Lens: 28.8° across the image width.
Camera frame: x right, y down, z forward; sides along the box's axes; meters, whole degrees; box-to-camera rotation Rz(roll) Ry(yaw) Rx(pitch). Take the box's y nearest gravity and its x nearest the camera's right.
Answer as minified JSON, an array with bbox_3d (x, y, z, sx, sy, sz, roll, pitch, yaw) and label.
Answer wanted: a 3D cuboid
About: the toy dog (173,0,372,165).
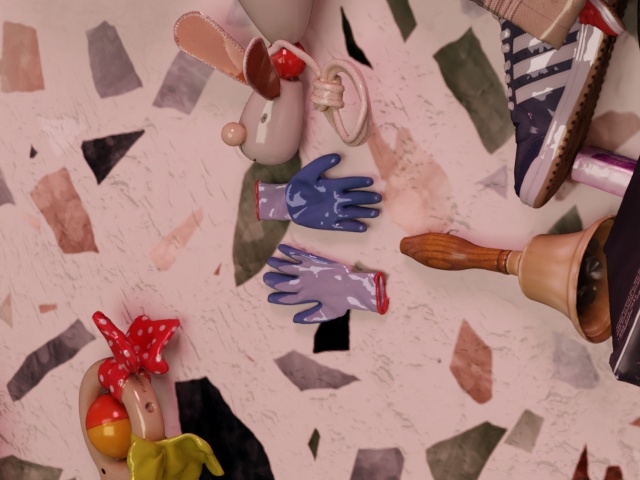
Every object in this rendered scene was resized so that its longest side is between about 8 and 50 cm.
[{"bbox_3d":[-0.077,-0.238,1.276,0.220,0.161,0.334,4,102,59],"label":"toy dog"}]

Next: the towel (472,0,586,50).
[{"bbox_3d":[0.192,-0.360,1.097,0.312,0.056,0.324,45,111,42],"label":"towel"}]

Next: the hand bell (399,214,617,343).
[{"bbox_3d":[0.185,0.021,1.271,0.242,0.126,0.126,11,108,39],"label":"hand bell"}]

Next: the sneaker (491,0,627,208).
[{"bbox_3d":[0.196,-0.182,1.196,0.153,0.099,0.282,20,104,18],"label":"sneaker"}]

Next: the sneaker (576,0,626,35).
[{"bbox_3d":[0.212,-0.207,1.113,0.067,0.042,0.118,-47,73,13],"label":"sneaker"}]

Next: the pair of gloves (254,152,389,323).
[{"bbox_3d":[0.000,0.000,1.394,0.159,0.023,0.198,2,104,26],"label":"pair of gloves"}]

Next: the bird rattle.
[{"bbox_3d":[-0.243,0.212,1.522,0.207,0.143,0.254,-30,85,47],"label":"bird rattle"}]

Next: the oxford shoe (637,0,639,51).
[{"bbox_3d":[0.344,-0.159,1.143,0.096,0.083,0.227,-11,105,20],"label":"oxford shoe"}]

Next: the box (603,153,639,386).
[{"bbox_3d":[0.395,0.023,0.993,0.296,0.294,0.183,18,109,5],"label":"box"}]

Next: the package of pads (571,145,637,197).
[{"bbox_3d":[0.289,-0.064,1.206,0.083,0.050,0.032,21,112,22],"label":"package of pads"}]
